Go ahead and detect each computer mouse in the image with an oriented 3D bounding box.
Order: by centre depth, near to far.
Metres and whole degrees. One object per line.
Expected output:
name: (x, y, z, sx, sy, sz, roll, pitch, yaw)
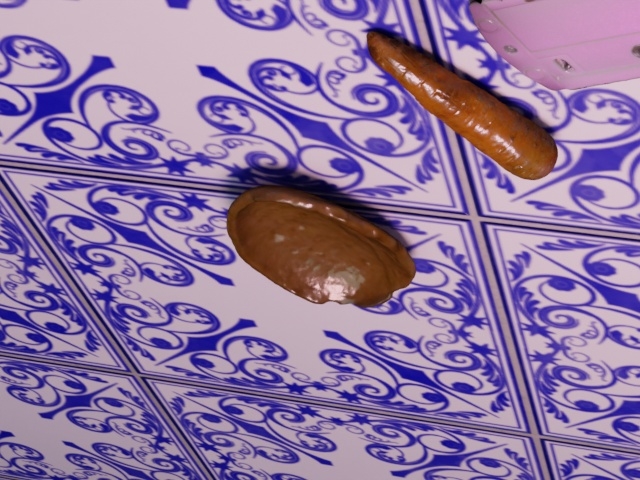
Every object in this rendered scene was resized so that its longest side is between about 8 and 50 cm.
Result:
computer mouse: (0.244, -0.171, 1.147, 0.310, 0.072, 0.158, -7, 147, 40)

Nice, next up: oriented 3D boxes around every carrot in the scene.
carrot: (0.110, -0.105, 1.390, 0.191, 0.047, 0.047, 30, 151, -23)

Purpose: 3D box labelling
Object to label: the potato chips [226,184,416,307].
potato chips: (0.000, 0.000, 1.653, 0.201, 0.049, 0.150, 34, 145, -29)
